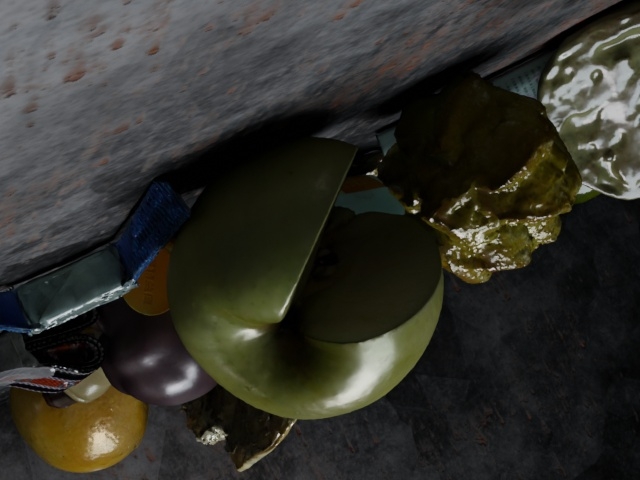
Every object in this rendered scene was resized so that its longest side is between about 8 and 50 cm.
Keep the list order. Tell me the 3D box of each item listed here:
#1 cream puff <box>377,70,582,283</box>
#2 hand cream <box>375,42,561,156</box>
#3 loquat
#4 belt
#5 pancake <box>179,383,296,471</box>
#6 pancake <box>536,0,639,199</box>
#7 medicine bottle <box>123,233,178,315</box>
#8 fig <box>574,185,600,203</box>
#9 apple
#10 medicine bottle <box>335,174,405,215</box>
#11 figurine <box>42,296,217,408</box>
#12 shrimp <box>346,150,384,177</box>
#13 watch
[{"bbox_3d":[0.174,-0.071,1.444,0.244,0.244,0.196,-26,175,13],"label":"cream puff"},{"bbox_3d":[0.230,-0.176,1.582,0.331,0.085,0.058,-23,-156,10],"label":"hand cream"},{"bbox_3d":[-0.409,0.278,2.188,0.263,0.263,0.263,-25,176,-2],"label":"loquat"},{"bbox_3d":[-0.418,0.155,1.576,0.094,0.126,0.359,-30,173,33],"label":"belt"},{"bbox_3d":[-0.118,0.162,1.923,0.071,0.382,0.382,8,156,-35],"label":"pancake"},{"bbox_3d":[0.410,-0.184,1.550,0.294,0.294,0.049,-26,-146,16],"label":"pancake"},{"bbox_3d":[-0.181,0.038,1.661,0.096,0.096,0.192,-27,176,21],"label":"medicine bottle"},{"bbox_3d":[0.404,-0.175,2.033,0.203,0.203,0.225,-23,137,-24],"label":"fig"},{"bbox_3d":[-0.014,0.035,1.320,0.292,0.292,0.254,-27,-156,27],"label":"apple"},{"bbox_3d":[0.000,0.000,1.652,0.318,0.158,0.158,-11,167,-48],"label":"medicine bottle"},{"bbox_3d":[-0.286,0.152,1.893,0.365,0.218,0.206,-11,-148,44],"label":"figurine"},{"bbox_3d":[0.041,-0.087,1.815,0.195,0.035,0.148,-30,176,13],"label":"shrimp"},{"bbox_3d":[-0.250,0.020,1.355,0.276,0.068,0.274,-25,171,2],"label":"watch"}]
